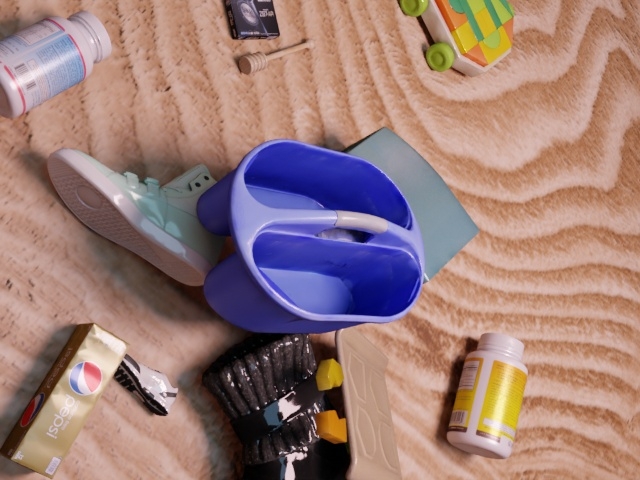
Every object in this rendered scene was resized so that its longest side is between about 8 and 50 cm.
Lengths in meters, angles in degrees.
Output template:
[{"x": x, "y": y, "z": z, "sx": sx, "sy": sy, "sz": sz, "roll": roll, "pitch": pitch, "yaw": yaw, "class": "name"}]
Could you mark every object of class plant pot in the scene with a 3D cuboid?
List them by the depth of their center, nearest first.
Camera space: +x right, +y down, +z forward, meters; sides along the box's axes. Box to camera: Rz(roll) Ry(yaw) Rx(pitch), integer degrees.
[{"x": 0.107, "y": -0.054, "z": 1.170, "sx": 0.165, "sy": 0.166, "sz": 0.234, "roll": -38, "pitch": 99, "yaw": -35, "class": "plant pot"}]

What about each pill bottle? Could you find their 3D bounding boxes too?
[{"x": -0.345, "y": -0.225, "z": 0.880, "sx": 0.160, "sy": 0.087, "sz": 0.087, "roll": -43, "pitch": 110, "yaw": -34, "class": "pill bottle"}, {"x": 0.314, "y": 0.285, "z": 1.303, "sx": 0.117, "sy": 0.117, "sz": 0.214, "roll": 33, "pitch": 65, "yaw": -30, "class": "pill bottle"}]

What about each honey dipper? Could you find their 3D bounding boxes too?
[{"x": -0.066, "y": -0.304, "z": 1.150, "sx": 0.161, "sy": 0.031, "sz": 0.030, "roll": -31, "pitch": 103, "yaw": -41, "class": "honey dipper"}]

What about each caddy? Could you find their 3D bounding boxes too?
[{"x": 0.000, "y": 0.000, "z": 0.943, "sx": 0.342, "sy": 0.179, "sz": 0.241, "roll": 7, "pitch": 67, "yaw": -42, "class": "caddy"}]

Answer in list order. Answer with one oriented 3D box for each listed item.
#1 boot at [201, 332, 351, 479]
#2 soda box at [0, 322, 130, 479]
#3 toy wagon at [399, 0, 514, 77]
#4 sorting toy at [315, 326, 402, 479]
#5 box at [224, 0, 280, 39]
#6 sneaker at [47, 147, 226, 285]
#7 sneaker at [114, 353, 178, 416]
[{"x": -0.092, "y": 0.294, "z": 0.966, "sx": 0.348, "sy": 0.131, "sz": 0.260, "roll": -44, "pitch": 117, "yaw": -49, "class": "boot"}, {"x": -0.312, "y": 0.192, "z": 0.863, "sx": 0.058, "sy": 0.061, "sz": 0.181, "roll": 40, "pitch": 62, "yaw": -26, "class": "soda box"}, {"x": 0.266, "y": -0.504, "z": 1.409, "sx": 0.267, "sy": 0.068, "sz": 0.344, "roll": -40, "pitch": 108, "yaw": -35, "class": "toy wagon"}, {"x": 0.050, "y": 0.246, "z": 1.050, "sx": 0.307, "sy": 0.041, "sz": 0.228, "roll": 47, "pitch": 34, "yaw": -54, "class": "sorting toy"}, {"x": -0.109, "y": -0.357, "z": 1.127, "sx": 0.083, "sy": 0.018, "sz": 0.067, "roll": -13, "pitch": 92, "yaw": -38, "class": "box"}, {"x": -0.232, "y": -0.066, "z": 0.952, "sx": 0.256, "sy": 0.094, "sz": 0.151, "roll": 39, "pitch": 51, "yaw": -21, "class": "sneaker"}, {"x": -0.235, "y": 0.187, "z": 0.944, "sx": 0.109, "sy": 0.040, "sz": 0.043, "roll": 54, "pitch": 39, "yaw": -23, "class": "sneaker"}]
